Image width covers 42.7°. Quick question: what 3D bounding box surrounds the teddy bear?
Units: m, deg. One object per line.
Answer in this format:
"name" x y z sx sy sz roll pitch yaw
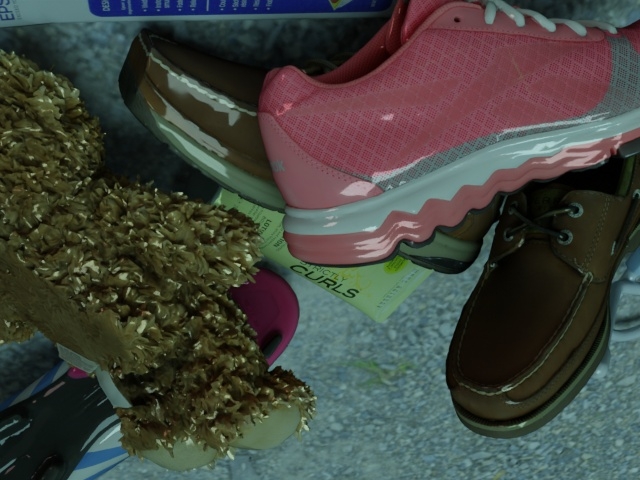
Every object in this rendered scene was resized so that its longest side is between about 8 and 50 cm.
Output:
"teddy bear" -0.141 0.029 0.567 0.338 0.113 0.245 41 137 -3

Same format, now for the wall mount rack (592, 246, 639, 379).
"wall mount rack" 0.348 -0.005 0.690 0.304 0.130 0.350 4 126 -33

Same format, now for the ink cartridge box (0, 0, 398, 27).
"ink cartridge box" -0.041 -0.199 0.473 0.332 0.065 0.165 -5 159 -12

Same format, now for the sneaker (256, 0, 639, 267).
"sneaker" 0.107 -0.100 0.493 0.313 0.116 0.136 -25 106 -9

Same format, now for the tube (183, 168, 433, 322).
"tube" 0.000 0.000 0.684 0.240 0.062 0.070 28 156 -35

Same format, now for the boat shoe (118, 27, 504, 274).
"boat shoe" 0.017 -0.082 0.596 0.324 0.123 0.120 20 115 -35

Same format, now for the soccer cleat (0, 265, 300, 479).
"soccer cleat" -0.171 0.127 0.720 0.331 0.143 0.116 -32 87 -9

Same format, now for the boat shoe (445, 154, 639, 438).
"boat shoe" 0.172 0.000 0.614 0.110 0.307 0.104 8 137 36
